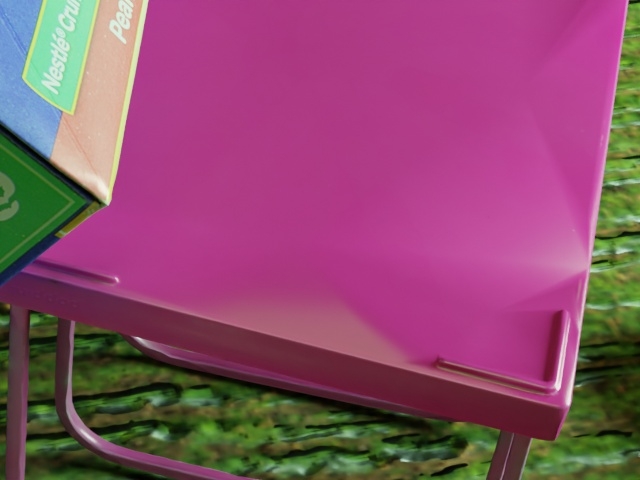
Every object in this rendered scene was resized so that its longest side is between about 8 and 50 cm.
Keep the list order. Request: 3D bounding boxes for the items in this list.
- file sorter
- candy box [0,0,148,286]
[{"bbox_3d":[0.000,0.000,0.804,0.202,0.182,0.291,14,43,3],"label":"file sorter"},{"bbox_3d":[-0.200,-0.051,0.722,0.122,0.317,0.268,36,35,-25],"label":"candy box"}]
